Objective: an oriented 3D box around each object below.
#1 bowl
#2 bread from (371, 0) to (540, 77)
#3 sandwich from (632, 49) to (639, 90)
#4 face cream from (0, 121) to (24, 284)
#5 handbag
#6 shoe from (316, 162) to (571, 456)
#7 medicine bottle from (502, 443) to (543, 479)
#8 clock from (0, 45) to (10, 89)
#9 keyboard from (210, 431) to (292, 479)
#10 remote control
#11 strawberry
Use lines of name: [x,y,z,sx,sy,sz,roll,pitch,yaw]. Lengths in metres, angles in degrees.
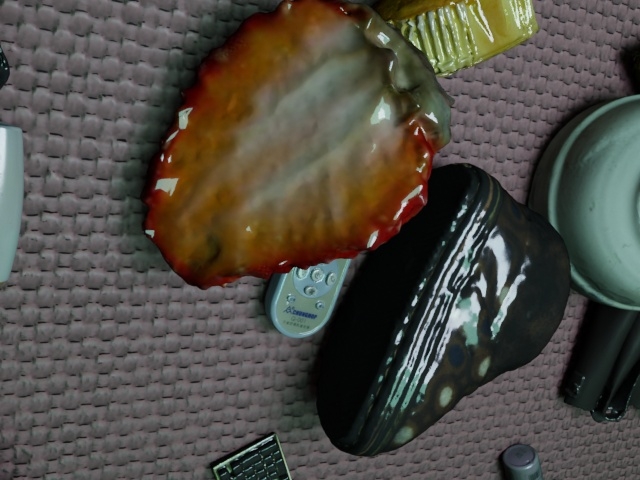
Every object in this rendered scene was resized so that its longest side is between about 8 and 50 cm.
bowl: [0.460,-0.049,0.941,0.307,0.163,0.307,0,94,-7]
bread: [0.151,-0.254,0.794,0.191,0.132,0.114,-32,116,-19]
sandwich: [0.541,-0.254,1.038,0.235,0.079,0.159,-3,96,-31]
face cream: [-0.322,-0.023,0.659,0.072,0.051,0.182,7,100,-30]
handbag: [0.550,0.185,1.151,0.285,0.113,0.256,11,105,-30]
shoe: [0.165,0.112,0.886,0.237,0.171,0.383,31,82,-27]
medicine bottle: [0.342,0.426,1.138,0.058,0.058,0.199,-27,116,-19]
clock: [-0.399,-0.159,0.481,0.273,0.279,0.049,-31,161,-18]
keyboard: [-0.062,0.407,0.937,0.106,0.027,0.316,-24,115,-20]
remote control: [0.000,0.000,0.839,0.087,0.047,0.244,18,96,-27]
strawberry: [-0.027,-0.087,0.734,0.336,0.149,0.265,-38,83,9]
